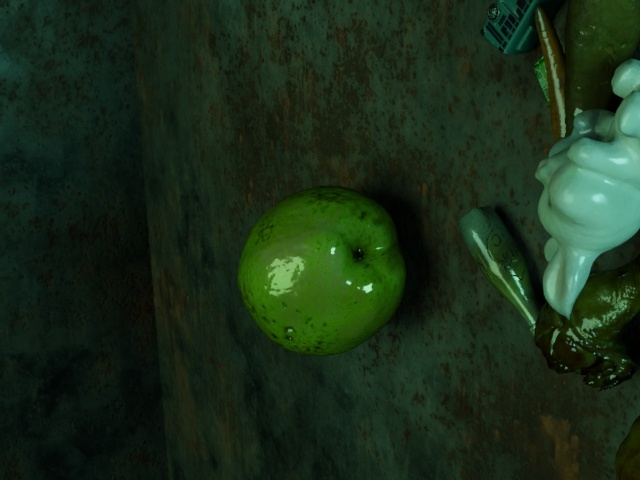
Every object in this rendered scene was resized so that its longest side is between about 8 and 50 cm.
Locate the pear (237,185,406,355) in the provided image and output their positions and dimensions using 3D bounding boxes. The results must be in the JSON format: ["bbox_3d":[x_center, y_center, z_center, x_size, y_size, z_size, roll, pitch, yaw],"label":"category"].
[{"bbox_3d":[0.012,0.056,2.147,0.391,0.391,0.391,29,125,52],"label":"pear"}]

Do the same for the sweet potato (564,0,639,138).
[{"bbox_3d":[0.432,-0.303,1.529,0.130,0.131,0.422,41,136,45],"label":"sweet potato"}]

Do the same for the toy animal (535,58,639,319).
[{"bbox_3d":[0.442,-0.065,1.468,0.241,0.196,0.367,37,122,-4],"label":"toy animal"}]

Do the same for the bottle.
[{"bbox_3d":[0.347,0.061,1.846,0.269,0.083,0.083,63,147,20],"label":"bottle"}]

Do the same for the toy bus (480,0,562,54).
[{"bbox_3d":[0.346,-0.391,1.683,0.091,0.079,0.160,58,142,27],"label":"toy bus"}]

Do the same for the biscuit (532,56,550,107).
[{"bbox_3d":[0.393,-0.274,1.710,0.046,0.016,0.089,-37,70,56],"label":"biscuit"}]

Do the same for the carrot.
[{"bbox_3d":[0.397,-0.266,1.645,0.061,0.061,0.256,3,110,59],"label":"carrot"}]

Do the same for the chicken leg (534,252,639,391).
[{"bbox_3d":[0.469,0.131,1.616,0.361,0.140,0.211,139,123,-60],"label":"chicken leg"}]

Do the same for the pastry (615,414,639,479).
[{"bbox_3d":[0.601,0.388,1.479,0.356,0.164,0.355,33,133,45],"label":"pastry"}]
